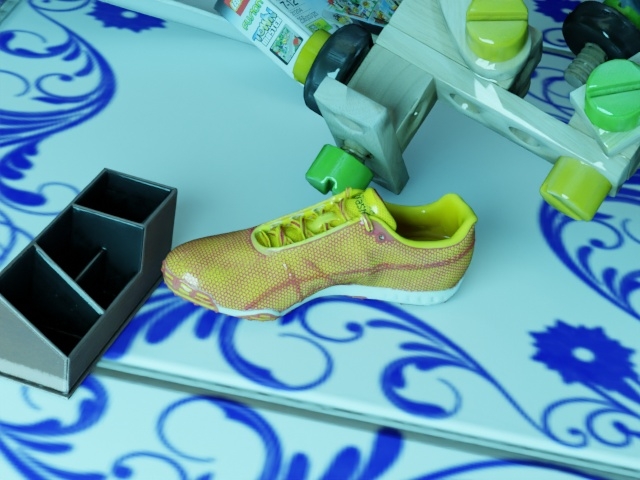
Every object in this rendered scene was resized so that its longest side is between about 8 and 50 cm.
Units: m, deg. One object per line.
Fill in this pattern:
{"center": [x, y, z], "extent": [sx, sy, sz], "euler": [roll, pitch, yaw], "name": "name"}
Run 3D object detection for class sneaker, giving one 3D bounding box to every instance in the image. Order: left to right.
{"center": [0.000, 0.000, 0.729], "extent": [0.175, 0.067, 0.064], "euler": [-7, 37, -23], "name": "sneaker"}

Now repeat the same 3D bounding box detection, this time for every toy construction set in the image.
{"center": [0.120, -0.092, 0.756], "extent": [0.257, 0.237, 0.309], "euler": [42, -10, -9], "name": "toy construction set"}

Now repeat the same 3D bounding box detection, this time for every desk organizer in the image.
{"center": [-0.116, 0.017, 0.682], "extent": [0.047, 0.050, 0.130], "euler": [16, 32, 10], "name": "desk organizer"}

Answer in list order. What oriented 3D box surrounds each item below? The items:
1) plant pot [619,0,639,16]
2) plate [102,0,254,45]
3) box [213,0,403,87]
{"center": [0.360, -0.347, 1.056], "extent": [0.341, 0.341, 0.334], "euler": [6, 45, -7], "name": "plant pot"}
{"center": [-0.140, -0.250, 1.025], "extent": [0.277, 0.045, 0.278], "euler": [13, 42, -26], "name": "plate"}
{"center": [0.024, -0.173, 1.003], "extent": [0.114, 0.036, 0.207], "euler": [42, 39, 6], "name": "box"}
